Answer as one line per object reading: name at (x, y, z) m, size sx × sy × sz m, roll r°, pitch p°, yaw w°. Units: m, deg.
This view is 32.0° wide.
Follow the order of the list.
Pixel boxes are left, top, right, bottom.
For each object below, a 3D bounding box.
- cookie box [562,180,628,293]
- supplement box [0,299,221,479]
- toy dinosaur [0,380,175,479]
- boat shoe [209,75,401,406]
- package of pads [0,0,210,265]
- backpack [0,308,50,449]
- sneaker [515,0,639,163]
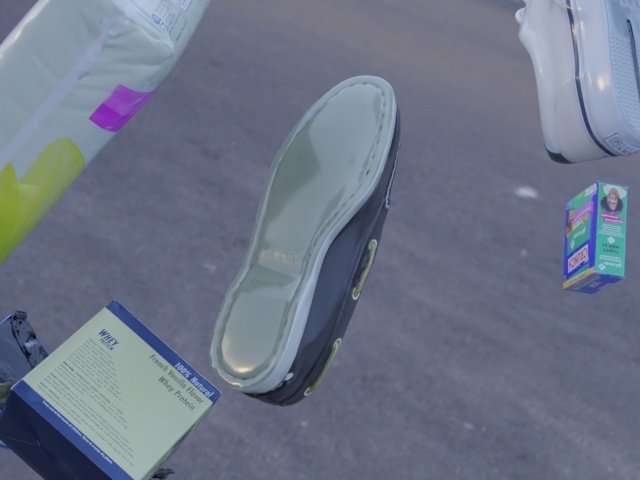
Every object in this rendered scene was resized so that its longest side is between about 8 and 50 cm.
cookie box at (0.309, -0.002, 1.258) m, size 0.040 × 0.107 × 0.092 m, roll 8°, pitch -16°, yaw -8°
supplement box at (-0.117, 0.095, 0.617) m, size 0.083 × 0.056 × 0.083 m, roll 41°, pitch 48°, yaw 4°
toy dinosaur at (-0.179, 0.140, 0.803) m, size 0.268 × 0.118 × 0.064 m, roll -10°, pitch 25°, yaw 50°
boat shoe at (0.000, 0.000, 0.750) m, size 0.081 × 0.227 × 0.069 m, roll 18°, pitch -12°, yaw 36°
package of pads at (-0.212, -0.099, 0.839) m, size 0.101 × 0.296 × 0.229 m, roll 40°, pitch 21°, yaw -17°
backpack at (-0.308, 0.146, 1.100) m, size 0.114 × 0.084 × 0.105 m, roll 52°, pitch 36°, yaw -4°
sneaker at (0.182, -0.180, 0.808) m, size 0.094 × 0.258 × 0.091 m, roll 14°, pitch -21°, yaw -40°
